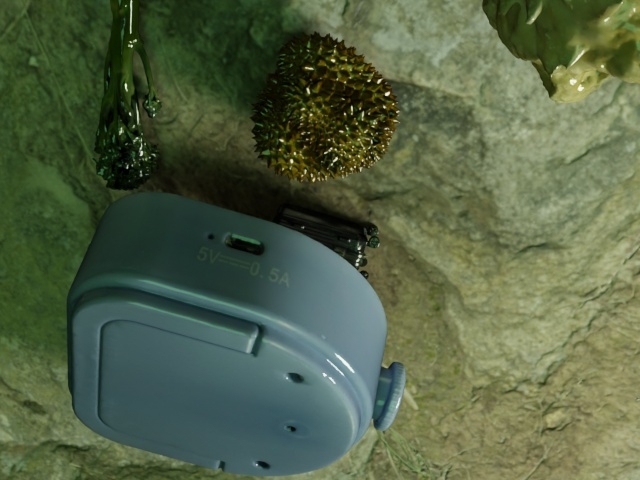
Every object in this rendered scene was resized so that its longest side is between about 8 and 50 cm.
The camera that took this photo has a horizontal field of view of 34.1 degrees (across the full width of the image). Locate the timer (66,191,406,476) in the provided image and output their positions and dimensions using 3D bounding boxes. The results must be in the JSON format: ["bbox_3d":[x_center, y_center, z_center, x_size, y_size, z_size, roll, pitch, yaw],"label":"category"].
[{"bbox_3d":[-0.089,0.118,1.175,0.395,0.173,0.395,9,143,7],"label":"timer"}]

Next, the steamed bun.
[{"bbox_3d":[0.223,-0.264,0.927,0.137,0.292,0.295,-5,119,-33],"label":"steamed bun"}]

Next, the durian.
[{"bbox_3d":[0.001,-0.133,1.111,0.168,0.137,0.158,33,135,-25],"label":"durian"}]

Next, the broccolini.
[{"bbox_3d":[-0.185,-0.235,1.121,0.079,0.074,0.392,35,122,35],"label":"broccolini"}]

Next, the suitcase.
[{"bbox_3d":[0.000,0.000,1.198,0.126,0.086,0.059,17,101,-2],"label":"suitcase"}]
